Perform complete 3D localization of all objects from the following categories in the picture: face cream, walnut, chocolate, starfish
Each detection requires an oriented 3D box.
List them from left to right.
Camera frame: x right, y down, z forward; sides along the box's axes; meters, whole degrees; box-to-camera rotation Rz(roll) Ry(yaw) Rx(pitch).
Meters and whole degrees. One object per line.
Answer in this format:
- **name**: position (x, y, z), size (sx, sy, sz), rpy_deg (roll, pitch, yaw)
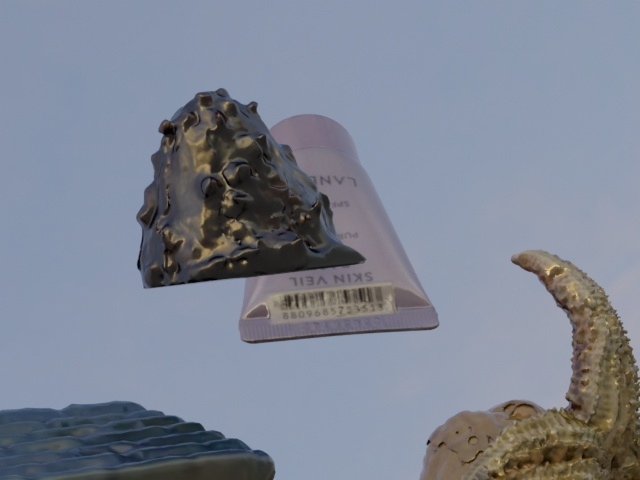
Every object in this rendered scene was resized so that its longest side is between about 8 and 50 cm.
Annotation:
- **chocolate**: position (-0.060, -0.038, 1.333), size (0.156, 0.156, 0.133), rpy_deg (-9, -89, -28)
- **face cream**: position (0.000, 0.000, 1.604), size (0.154, 0.274, 0.096), rpy_deg (-2, -57, -7)
- **walnut**: position (0.200, 0.268, 2.018), size (0.198, 0.245, 0.198), rpy_deg (-9, -64, -19)
- **starfish**: position (0.139, 0.114, 1.014), size (0.238, 0.071, 0.216), rpy_deg (-27, -78, -50)

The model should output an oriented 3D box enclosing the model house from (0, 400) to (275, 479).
- **model house**: position (-0.206, 0.304, 1.274), size (0.395, 0.400, 0.445), rpy_deg (-9, -40, -35)
